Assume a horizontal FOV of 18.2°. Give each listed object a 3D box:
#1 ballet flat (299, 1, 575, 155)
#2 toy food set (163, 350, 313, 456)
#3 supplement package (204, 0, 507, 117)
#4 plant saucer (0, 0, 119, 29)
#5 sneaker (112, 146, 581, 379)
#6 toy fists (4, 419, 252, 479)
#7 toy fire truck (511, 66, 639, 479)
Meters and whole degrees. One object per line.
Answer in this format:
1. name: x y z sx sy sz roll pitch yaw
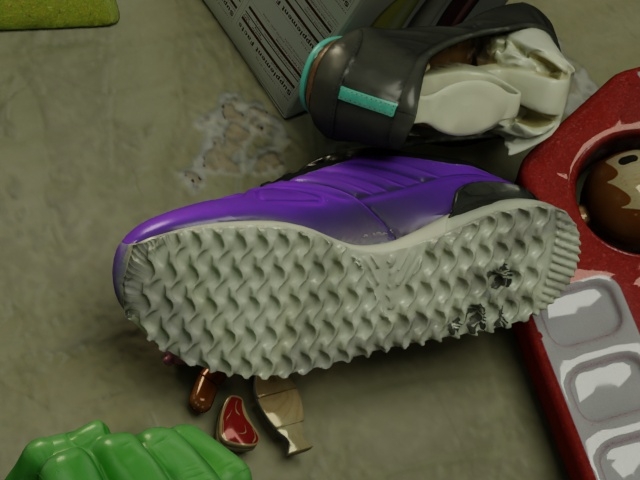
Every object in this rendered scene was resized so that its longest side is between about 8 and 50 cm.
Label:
1. ballet flat: 0.101 -0.096 1.301 0.096 0.095 0.280 23 24 33
2. toy food set: -0.057 0.080 1.215 0.078 0.019 0.122 -5 64 -26
3. supplement package: 0.043 -0.218 1.320 0.194 0.203 0.149 -26 75 -32
4. plant saucer: -0.234 -0.227 1.300 0.188 0.045 0.188 -6 64 -26
5. sneaker: 0.000 0.001 1.231 0.293 0.102 0.146 -4 29 -24
6. toy fists: -0.167 0.164 1.043 0.279 0.142 0.096 -10 66 -29
7. toy fire truck: 0.241 0.021 1.308 0.254 0.169 0.302 -15 67 -10
